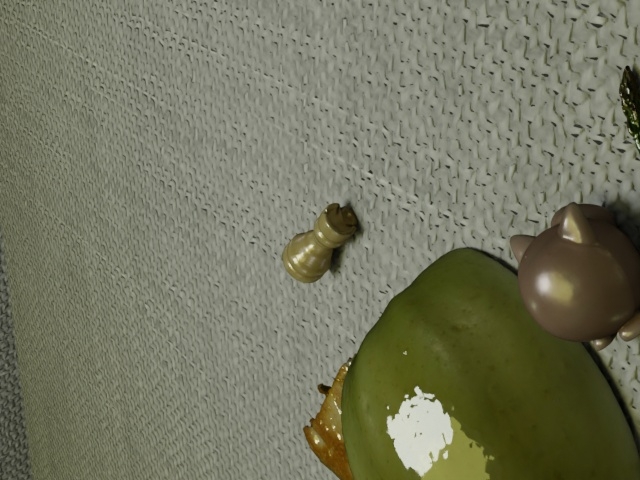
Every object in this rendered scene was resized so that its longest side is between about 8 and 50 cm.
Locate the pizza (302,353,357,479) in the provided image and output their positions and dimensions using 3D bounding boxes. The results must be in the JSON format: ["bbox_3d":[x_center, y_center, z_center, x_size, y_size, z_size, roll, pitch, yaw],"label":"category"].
[{"bbox_3d":[0.046,0.235,1.559,0.154,0.069,0.194,36,126,48],"label":"pizza"}]

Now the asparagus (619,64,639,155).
[{"bbox_3d":[0.305,-0.045,1.038,0.023,0.022,0.233,-19,85,15],"label":"asparagus"}]

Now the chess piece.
[{"bbox_3d":[0.000,0.000,1.535,0.066,0.066,0.122,63,144,20],"label":"chess piece"}]

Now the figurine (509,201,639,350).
[{"bbox_3d":[0.247,0.034,1.088,0.138,0.125,0.125,55,148,4],"label":"figurine"}]

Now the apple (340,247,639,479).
[{"bbox_3d":[0.174,0.214,1.313,0.320,0.312,0.360,-38,63,10],"label":"apple"}]
